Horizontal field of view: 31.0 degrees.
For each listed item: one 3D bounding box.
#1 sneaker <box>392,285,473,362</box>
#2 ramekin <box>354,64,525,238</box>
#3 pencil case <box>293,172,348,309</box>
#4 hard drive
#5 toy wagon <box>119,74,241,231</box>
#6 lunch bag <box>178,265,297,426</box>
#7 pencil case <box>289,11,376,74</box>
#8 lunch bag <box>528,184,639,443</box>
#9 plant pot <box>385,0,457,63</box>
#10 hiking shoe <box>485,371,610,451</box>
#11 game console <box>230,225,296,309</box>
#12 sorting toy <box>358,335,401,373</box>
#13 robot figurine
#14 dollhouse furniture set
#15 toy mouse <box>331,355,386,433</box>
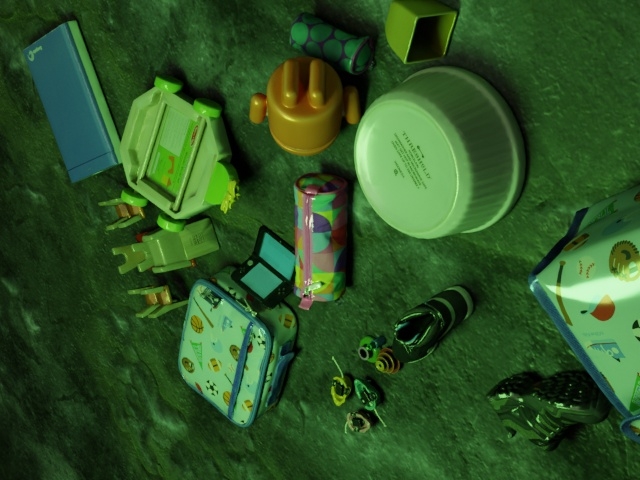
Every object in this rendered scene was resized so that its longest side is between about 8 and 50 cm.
[{"bbox_3d":[0.152,0.153,1.931,0.079,0.121,0.217,56,139,14],"label":"sneaker"},{"bbox_3d":[0.170,-0.126,1.778,0.273,0.127,0.273,23,124,40],"label":"ramekin"},{"bbox_3d":[0.000,0.000,2.046,0.104,0.104,0.236,21,122,40],"label":"pencil case"},{"bbox_3d":[-0.545,-0.300,2.547,0.210,0.040,0.319,-15,97,50],"label":"hard drive"},{"bbox_3d":[-0.263,-0.153,2.245,0.344,0.068,0.267,33,113,33],"label":"toy wagon"},{"bbox_3d":[-0.165,0.214,2.317,0.243,0.115,0.303,37,133,28],"label":"lunch bag"},{"bbox_3d":[0.020,-0.325,1.899,0.151,0.070,0.064,29,162,33],"label":"pencil case"},{"bbox_3d":[0.507,0.113,1.449,0.328,0.239,0.385,-24,105,49],"label":"lunch bag"},{"bbox_3d":[0.144,-0.328,1.754,0.083,0.081,0.081,47,137,37],"label":"plant pot"},{"bbox_3d":[0.367,0.271,1.796,0.227,0.086,0.114,-2,119,54],"label":"hiking shoe"},{"bbox_3d":[-0.105,0.052,2.209,0.122,0.107,0.071,38,160,31],"label":"game console"},{"bbox_3d":[0.098,0.206,2.076,0.102,0.042,0.061,20,121,41],"label":"sorting toy"},{"bbox_3d":[-0.024,-0.220,1.919,0.128,0.158,0.219,50,166,16],"label":"robot figurine"},{"bbox_3d":[-0.331,0.017,2.424,0.259,0.135,0.262,-7,102,60],"label":"dollhouse furniture set"},{"bbox_3d":[0.080,0.307,2.151,0.143,0.031,0.161,26,125,39],"label":"toy mouse"}]
